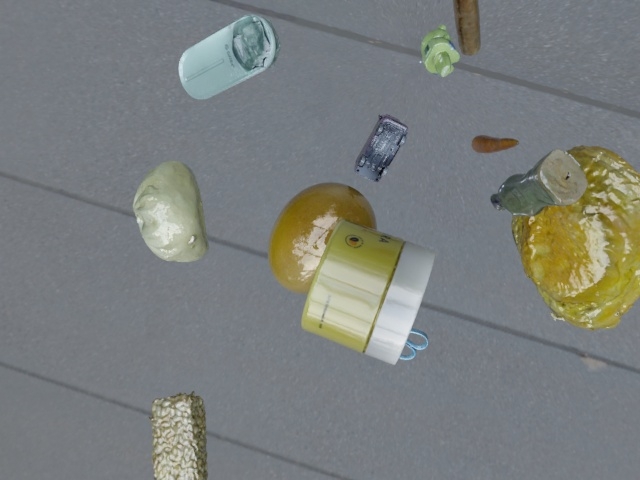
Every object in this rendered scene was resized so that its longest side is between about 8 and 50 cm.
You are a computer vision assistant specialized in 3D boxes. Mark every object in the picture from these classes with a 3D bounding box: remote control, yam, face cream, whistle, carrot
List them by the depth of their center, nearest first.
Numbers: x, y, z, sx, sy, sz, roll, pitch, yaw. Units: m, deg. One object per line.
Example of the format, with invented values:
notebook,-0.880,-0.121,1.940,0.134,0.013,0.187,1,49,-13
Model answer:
yam,0.243,-0.413,1.021,0.046,0.264,0.046,-7,64,15
face cream,0.085,0.090,1.098,0.179,0.218,0.218,20,108,7
remote control,-0.174,-0.343,1.152,0.247,0.052,0.104,-12,100,37
carrot,0.430,-0.236,1.495,0.048,0.216,0.048,-2,99,-12
whistle,0.317,-0.494,1.614,0.085,0.227,0.105,18,126,-15

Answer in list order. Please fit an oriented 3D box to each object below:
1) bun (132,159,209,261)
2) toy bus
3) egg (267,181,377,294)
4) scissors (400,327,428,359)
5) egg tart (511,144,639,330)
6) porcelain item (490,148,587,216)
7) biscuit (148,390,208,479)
bun,-0.355,-0.063,1.431,0.160,0.259,0.259,-7,105,-6
toy bus,0.164,-0.258,1.667,0.086,0.098,0.178,24,119,-11
egg,0.000,0.000,1.549,0.250,0.250,0.322,37,118,-3
scissors,0.211,0.274,1.889,0.256,0.030,0.125,36,123,-10
egg tart,0.499,-0.011,1.218,0.339,0.153,0.351,53,139,33
porcelain item,0.342,-0.077,0.998,0.069,0.215,0.081,-44,91,-14
biscuit,-0.220,0.326,0.955,0.082,0.070,0.168,-14,68,12
